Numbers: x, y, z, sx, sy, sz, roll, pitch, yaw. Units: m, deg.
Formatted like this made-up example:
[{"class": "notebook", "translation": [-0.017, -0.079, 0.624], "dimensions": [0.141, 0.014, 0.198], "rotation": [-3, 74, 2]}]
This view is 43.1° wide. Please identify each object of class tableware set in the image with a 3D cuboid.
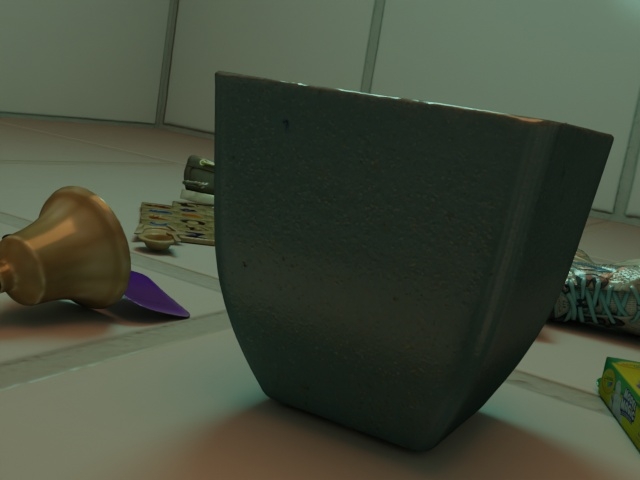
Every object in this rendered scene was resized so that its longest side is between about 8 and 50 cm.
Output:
[{"class": "tableware set", "translation": [-0.271, -0.012, 1.148], "dimensions": [0.169, 0.020, 0.141], "rotation": [3, 13, -17]}]

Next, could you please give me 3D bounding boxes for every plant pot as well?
[{"class": "plant pot", "translation": [0.065, 0.015, 0.651], "dimensions": [0.248, 0.252, 0.247], "rotation": [14, 12, 27]}]

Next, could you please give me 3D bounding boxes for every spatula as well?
[{"class": "spatula", "translation": [-0.266, 0.031, 0.894], "dimensions": [0.296, 0.030, 0.084], "rotation": [14, -4, 36]}]

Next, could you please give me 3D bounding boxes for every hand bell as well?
[{"class": "hand bell", "translation": [-0.296, 0.038, 0.699], "dimensions": [0.126, 0.126, 0.242], "rotation": [15, 23, 30]}]

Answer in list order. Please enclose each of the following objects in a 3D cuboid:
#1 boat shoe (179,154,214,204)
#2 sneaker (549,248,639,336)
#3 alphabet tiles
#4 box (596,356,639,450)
[{"class": "boat shoe", "translation": [-0.126, -0.106, 1.615], "dimensions": [0.305, 0.091, 0.109], "rotation": [6, 2, -27]}, {"class": "sneaker", "translation": [0.355, 0.079, 1.067], "dimensions": [0.122, 0.110, 0.283], "rotation": [-17, 18, -35]}, {"class": "alphabet tiles", "translation": [-0.164, -0.026, 1.389], "dimensions": [0.285, 0.011, 0.342], "rotation": [6, 10, -13]}, {"class": "box", "translation": [0.319, 0.150, 0.726], "dimensions": [0.105, 0.043, 0.179], "rotation": [10, 8, 3]}]
